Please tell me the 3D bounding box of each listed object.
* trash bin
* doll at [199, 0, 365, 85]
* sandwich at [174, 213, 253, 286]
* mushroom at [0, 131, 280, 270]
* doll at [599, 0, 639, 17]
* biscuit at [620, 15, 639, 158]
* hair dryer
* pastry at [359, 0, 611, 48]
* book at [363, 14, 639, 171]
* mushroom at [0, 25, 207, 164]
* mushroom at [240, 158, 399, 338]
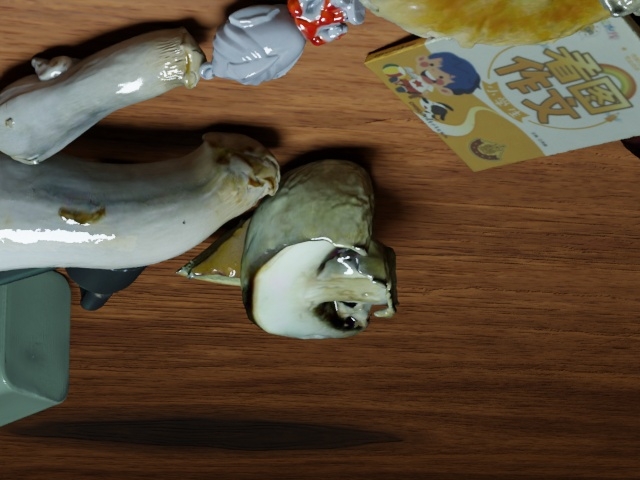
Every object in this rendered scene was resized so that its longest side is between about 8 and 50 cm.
[{"bbox_3d":[-0.533,0.171,2.024,0.343,0.223,0.158,-20,151,32],"label":"trash bin"},{"bbox_3d":[-0.040,-0.204,1.387,0.180,0.079,0.094,-24,135,16],"label":"doll"},{"bbox_3d":[-0.061,0.021,1.868,0.258,0.096,0.094,8,161,-25],"label":"sandwich"},{"bbox_3d":[-0.243,-0.049,1.587,0.397,0.177,0.126,2,156,-9],"label":"mushroom"},{"bbox_3d":[0.248,-0.291,0.922,0.091,0.202,0.286,19,116,-2],"label":"doll"},{"bbox_3d":[0.499,-0.179,1.453,0.407,0.091,0.407,1,156,1],"label":"biscuit"},{"bbox_3d":[-0.345,0.027,1.735,0.302,0.116,0.244,-17,165,-31],"label":"hair dryer"},{"bbox_3d":[0.164,-0.273,1.148,0.330,0.136,0.329,-4,157,-2],"label":"pastry"},{"bbox_3d":[0.217,-0.160,1.443,0.295,0.020,0.208,-12,139,43],"label":"book"},{"bbox_3d":[-0.241,-0.153,1.461,0.278,0.099,0.096,-19,156,29],"label":"mushroom"},{"bbox_3d":[-0.007,0.002,1.729,0.190,0.164,0.267,-7,151,11],"label":"mushroom"}]
